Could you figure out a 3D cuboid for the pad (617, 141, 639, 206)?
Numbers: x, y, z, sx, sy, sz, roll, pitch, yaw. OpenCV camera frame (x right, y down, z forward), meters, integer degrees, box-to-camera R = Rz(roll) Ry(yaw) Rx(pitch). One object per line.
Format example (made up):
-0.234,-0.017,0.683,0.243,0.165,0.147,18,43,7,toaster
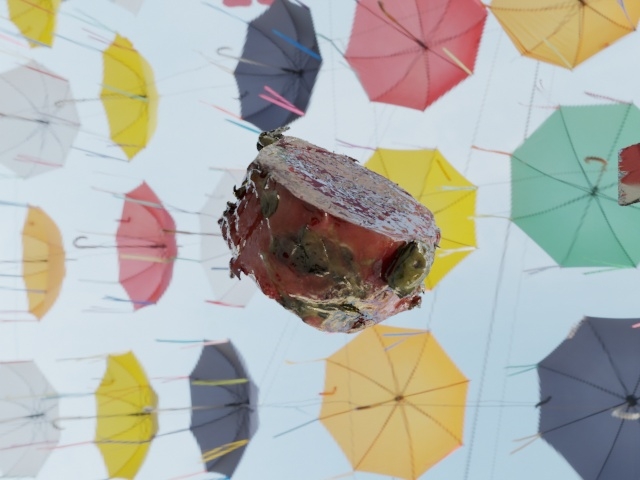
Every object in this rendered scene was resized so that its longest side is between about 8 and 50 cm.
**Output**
0.310,-0.075,0.495,0.211,0.143,0.003,-16,-74,28,pad

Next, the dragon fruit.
0.000,0.000,0.729,0.282,0.211,0.147,42,-62,43,dragon fruit
